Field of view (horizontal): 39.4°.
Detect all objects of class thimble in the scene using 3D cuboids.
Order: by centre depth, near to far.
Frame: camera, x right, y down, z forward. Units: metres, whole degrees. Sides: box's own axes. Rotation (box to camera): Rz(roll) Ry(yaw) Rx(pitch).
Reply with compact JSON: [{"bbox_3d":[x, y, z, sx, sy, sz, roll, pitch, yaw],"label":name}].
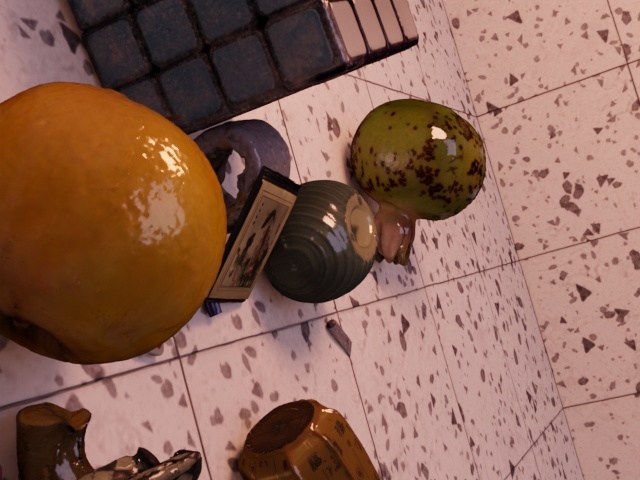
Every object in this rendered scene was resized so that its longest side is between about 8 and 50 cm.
[{"bbox_3d":[-0.118,-0.092,1.241,0.127,0.151,0.118,43,26,8],"label":"thimble"}]

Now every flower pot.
[{"bbox_3d":[0.000,0.000,1.425,0.189,0.157,0.243,65,24,-12],"label":"flower pot"}]

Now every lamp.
[{"bbox_3d":[-0.013,0.314,1.195,0.185,0.161,0.161,63,26,-20],"label":"lamp"}]

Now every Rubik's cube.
[{"bbox_3d":[-0.110,-0.348,1.204,0.337,0.345,0.344,68,24,-8],"label":"Rubik's cube"}]

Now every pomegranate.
[{"bbox_3d":[0.183,-0.112,1.816,0.285,0.285,0.340,23,87,-59],"label":"pomegranate"}]

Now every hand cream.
[{"bbox_3d":[0.036,0.167,1.556,0.093,0.019,0.030,52,33,-42],"label":"hand cream"}]

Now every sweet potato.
[{"bbox_3d":[-0.208,0.272,0.888,0.285,0.085,0.112,58,24,-31],"label":"sweet potato"}]

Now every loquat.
[{"bbox_3d":[-0.219,-0.019,0.851,0.275,0.275,0.274,44,37,-46],"label":"loquat"}]

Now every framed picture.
[{"bbox_3d":[-0.089,0.000,1.215,0.195,0.010,0.199,-65,166,2],"label":"framed picture"}]

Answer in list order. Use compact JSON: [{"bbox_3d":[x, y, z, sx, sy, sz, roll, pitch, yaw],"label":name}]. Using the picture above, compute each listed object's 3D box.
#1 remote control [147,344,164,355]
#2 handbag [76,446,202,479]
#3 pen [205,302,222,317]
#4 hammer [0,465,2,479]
[{"bbox_3d":[-0.216,0.050,1.097,0.050,0.027,0.184,23,59,-58],"label":"remote control"},{"bbox_3d":[-0.171,0.400,0.728,0.317,0.180,0.416,-23,100,-57],"label":"handbag"},{"bbox_3d":[-0.175,0.006,1.210,0.025,0.025,0.204,-29,101,-65],"label":"pen"},{"bbox_3d":[-0.313,0.206,0.767,0.083,0.043,0.043,0,74,-63],"label":"hammer"}]
